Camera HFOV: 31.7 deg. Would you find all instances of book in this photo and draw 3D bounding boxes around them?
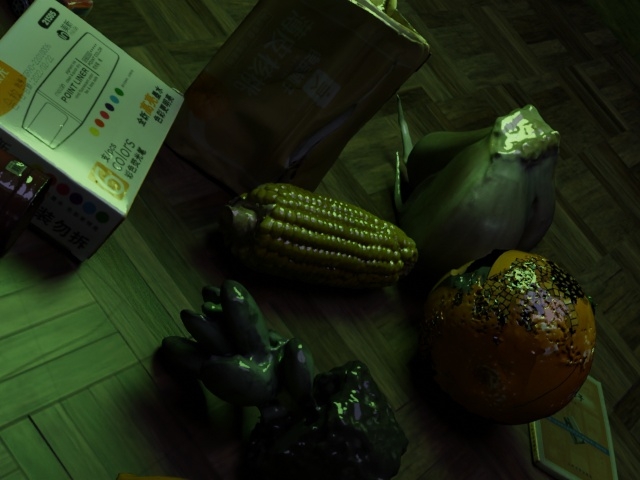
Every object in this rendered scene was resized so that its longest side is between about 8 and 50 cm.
[{"bbox_3d":[0.365,0.264,1.648,0.170,0.018,0.241,32,35,-22],"label":"book"}]

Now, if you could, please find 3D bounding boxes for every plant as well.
[{"bbox_3d":[-0.037,0.157,1.179,0.274,0.146,0.149,45,20,-5],"label":"plant"}]

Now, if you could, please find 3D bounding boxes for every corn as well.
[{"bbox_3d":[0.000,0.000,1.429,0.322,0.119,0.119,14,44,-47],"label":"corn"}]

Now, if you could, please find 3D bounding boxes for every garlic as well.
[{"bbox_3d":[0.182,-0.057,1.628,0.231,0.340,0.246,-33,115,-24],"label":"garlic"}]

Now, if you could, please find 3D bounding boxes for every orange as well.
[{"bbox_3d":[0.239,0.128,1.451,0.234,0.234,0.182,46,33,-2],"label":"orange"}]

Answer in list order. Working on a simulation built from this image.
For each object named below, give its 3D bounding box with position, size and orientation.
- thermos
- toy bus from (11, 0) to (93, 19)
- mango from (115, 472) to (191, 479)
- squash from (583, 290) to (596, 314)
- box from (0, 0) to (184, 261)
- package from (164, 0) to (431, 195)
[{"bbox_3d":[-0.378,-0.086,1.077,0.232,0.124,0.099,34,31,-7],"label":"thermos"},{"bbox_3d":[-0.366,-0.342,1.404,0.192,0.077,0.065,52,30,6],"label":"toy bus"},{"bbox_3d":[-0.082,0.296,0.989,0.252,0.154,0.126,24,44,-10],"label":"mango"},{"bbox_3d":[0.349,0.103,1.746,0.331,0.087,0.087,1,54,-50],"label":"squash"},{"bbox_3d":[-0.286,-0.132,1.257,0.221,0.091,0.274,35,34,-17],"label":"box"},{"bbox_3d":[-0.020,-0.181,1.410,0.221,0.311,0.165,1,51,-50],"label":"package"}]
